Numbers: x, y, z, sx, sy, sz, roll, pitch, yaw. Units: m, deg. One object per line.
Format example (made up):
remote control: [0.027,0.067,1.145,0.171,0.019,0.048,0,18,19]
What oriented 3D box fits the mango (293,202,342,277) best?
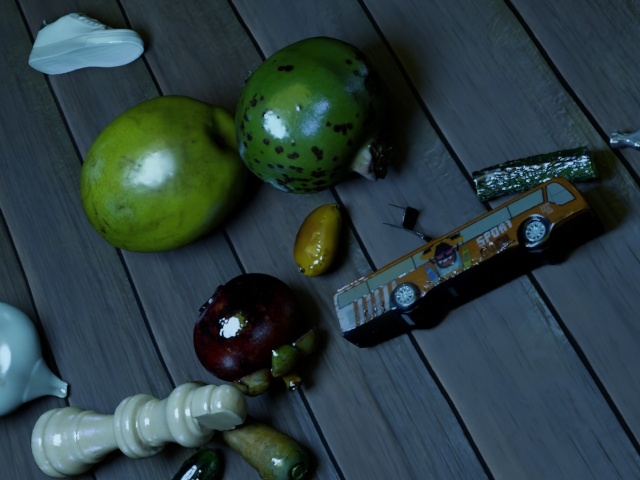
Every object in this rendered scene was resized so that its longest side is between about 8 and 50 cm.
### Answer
mango: [0.000,0.000,1.777,0.077,0.063,0.127,7,71,34]

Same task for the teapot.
teapot: [-0.612,0.249,1.960,0.318,0.149,0.220,-36,69,11]

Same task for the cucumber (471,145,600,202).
cucumber: [0.315,-0.098,1.652,0.187,0.058,0.058,-11,69,26]

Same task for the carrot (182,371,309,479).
carrot: [-0.133,0.288,1.753,0.298,0.078,0.078,32,89,38]

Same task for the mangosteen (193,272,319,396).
mangosteen: [-0.097,0.150,1.727,0.200,0.200,0.199,-9,69,25]

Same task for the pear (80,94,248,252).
pear: [-0.264,-0.108,1.849,0.307,0.253,0.253,-19,65,32]

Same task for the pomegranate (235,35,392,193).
pomegranate: [-0.004,-0.188,1.751,0.270,0.254,0.254,31,89,9]

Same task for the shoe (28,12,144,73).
shoe: [-0.445,-0.390,2.123,0.265,0.095,0.110,-5,70,29]

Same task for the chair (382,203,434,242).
chair: [0.140,-0.030,1.728,0.086,0.037,0.042,24,97,35]

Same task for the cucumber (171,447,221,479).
cucumber: [-0.229,0.432,1.746,0.074,0.074,0.241,27,85,32]

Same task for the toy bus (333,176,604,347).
toy bus: [0.211,0.038,1.637,0.409,0.093,0.092,-28,56,16]

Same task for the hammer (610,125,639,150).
hammer: [0.491,-0.247,1.626,0.103,0.029,0.246,5,74,29]

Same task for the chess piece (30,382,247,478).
chess piece: [-0.280,0.293,1.759,0.397,0.117,0.117,-16,66,32]
